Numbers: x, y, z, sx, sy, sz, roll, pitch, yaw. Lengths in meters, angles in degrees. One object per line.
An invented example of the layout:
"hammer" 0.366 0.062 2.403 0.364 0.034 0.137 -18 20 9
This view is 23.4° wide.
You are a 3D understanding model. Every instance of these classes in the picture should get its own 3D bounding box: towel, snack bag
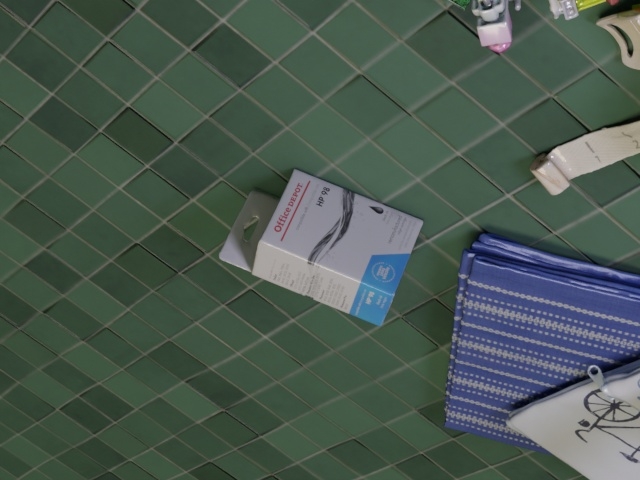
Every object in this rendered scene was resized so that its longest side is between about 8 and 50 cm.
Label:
"towel" 0.256 0.127 1.629 0.243 0.040 0.336 14 143 10
"snack bag" 0.404 0.219 1.619 0.323 0.037 0.342 36 140 -24

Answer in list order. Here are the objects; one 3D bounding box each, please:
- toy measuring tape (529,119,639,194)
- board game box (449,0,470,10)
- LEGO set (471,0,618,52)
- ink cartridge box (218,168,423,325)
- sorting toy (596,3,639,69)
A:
"toy measuring tape" 0.302 -0.069 1.294 0.330 0.121 0.121 -20 125 43
"board game box" 0.036 -0.296 1.238 0.259 0.030 0.136 29 141 -6
"LEGO set" 0.260 -0.198 1.163 0.287 0.132 0.107 -1 145 21
"ink cartridge box" 0.000 0.000 1.550 0.180 0.104 0.060 22 143 3
"sorting toy" 0.264 -0.165 1.262 0.083 0.045 0.075 48 155 -28
